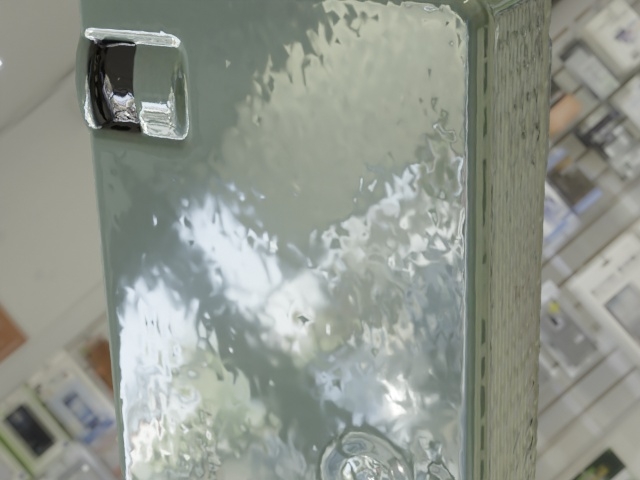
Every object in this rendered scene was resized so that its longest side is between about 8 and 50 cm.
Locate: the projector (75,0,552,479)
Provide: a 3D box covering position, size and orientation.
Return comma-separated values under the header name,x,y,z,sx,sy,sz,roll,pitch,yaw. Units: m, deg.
name,x,y,z,sx,sy,sz,roll,pitch,yaw
projector,0.000,0.000,0.616,0.099,0.192,0.256,-37,-50,-56
